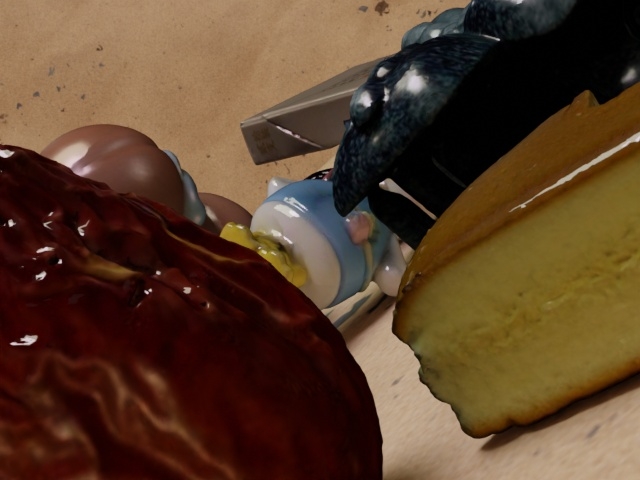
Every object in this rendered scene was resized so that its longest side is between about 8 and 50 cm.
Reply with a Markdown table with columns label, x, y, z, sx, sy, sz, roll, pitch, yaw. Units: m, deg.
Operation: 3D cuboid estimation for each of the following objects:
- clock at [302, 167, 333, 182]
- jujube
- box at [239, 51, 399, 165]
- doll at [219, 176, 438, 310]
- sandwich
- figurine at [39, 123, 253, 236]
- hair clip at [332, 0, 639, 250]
| label | x | y | z | sx | sy | sz | roll | pitch | yaw |
| --- | --- | --- | --- | --- | --- | --- | --- | --- | --- |
| clock | 0.048 | -0.049 | 1.014 | 0.195 | 0.100 | 0.194 | -40 | 8 | 17 |
| jujube | -0.082 | 0.063 | 0.409 | 0.168 | 0.236 | 0.168 | -41 | 13 | 12 |
| box | 0.122 | -0.148 | 0.869 | 0.365 | 0.051 | 0.204 | -8 | 18 | 41 |
| doll | 0.030 | -0.018 | 0.800 | 0.241 | 0.098 | 0.135 | -32 | 22 | -33 |
| sandwich | 0.131 | -0.017 | 0.371 | 0.244 | 0.090 | 0.088 | -35 | 11 | 36 |
| figurine | -0.171 | 0.068 | 0.904 | 0.248 | 0.276 | 0.388 | -15 | -8 | -37 |
| hair clip | 0.127 | -0.087 | 0.566 | 0.206 | 0.194 | 0.310 | -51 | 5 | 21 |
